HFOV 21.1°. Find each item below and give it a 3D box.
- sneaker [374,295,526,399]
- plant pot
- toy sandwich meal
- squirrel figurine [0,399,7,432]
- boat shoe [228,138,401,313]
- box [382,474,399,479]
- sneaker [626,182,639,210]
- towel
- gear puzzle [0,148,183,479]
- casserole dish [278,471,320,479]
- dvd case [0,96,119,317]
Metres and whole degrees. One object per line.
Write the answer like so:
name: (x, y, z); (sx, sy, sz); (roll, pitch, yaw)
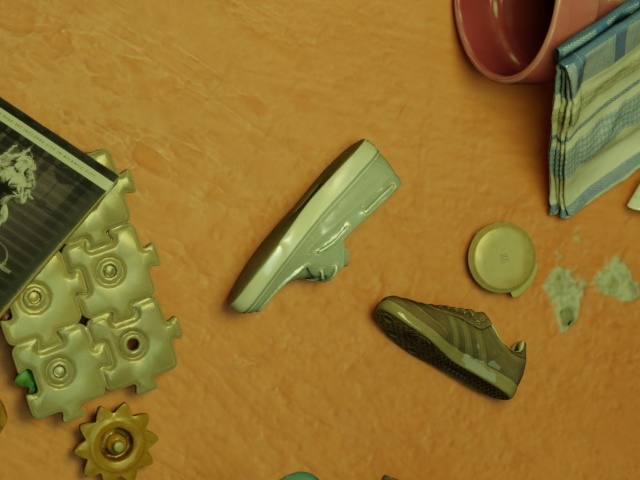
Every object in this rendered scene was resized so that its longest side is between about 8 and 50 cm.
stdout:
sneaker: (0.141, 0.099, 1.841); (0.188, 0.066, 0.071); (35, 66, -21)
plant pot: (0.265, -0.261, 1.784); (0.180, 0.201, 0.201); (-3, 94, -26)
toy sandwich meal: (0.197, 0.020, 1.864); (0.085, 0.029, 0.086); (0, 92, -13)
squirrel figurine: (-0.469, 0.148, 1.482); (0.397, 0.370, 0.281); (30, 84, -16)
boat shoe: (0.000, 0.000, 1.773); (0.081, 0.079, 0.227); (43, 78, -11)
box: (0.155, 0.440, 1.797); (0.279, 0.177, 0.290); (25, 86, -17)
sneaker: (0.429, 0.003, 1.919); (0.094, 0.080, 0.212); (-45, 100, 4)
towel: (0.324, -0.153, 1.791); (0.209, 0.285, 0.034); (-34, 60, -14)
gear puzzle: (-0.235, 0.084, 1.728); (0.175, 0.044, 0.339); (-20, 102, -17)
casserole dish: (-0.046, 0.326, 1.801); (0.188, 0.037, 0.114); (-35, 103, -13)
dvd case: (-0.322, -0.028, 1.633); (0.164, 0.018, 0.221); (33, 61, 7)
